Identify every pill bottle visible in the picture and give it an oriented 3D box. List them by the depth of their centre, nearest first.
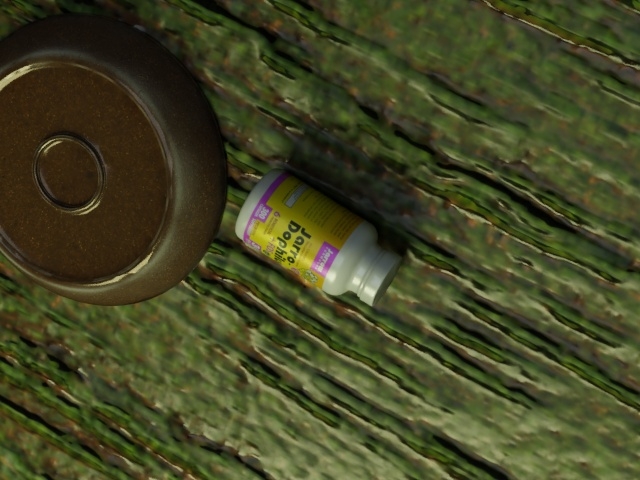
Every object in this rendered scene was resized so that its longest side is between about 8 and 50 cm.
[{"bbox_3d":[0.000,0.000,0.886,0.083,0.043,0.043,31,115,11],"label":"pill bottle"}]

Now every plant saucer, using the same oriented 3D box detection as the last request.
[{"bbox_3d":[-0.134,-0.040,0.938,0.168,0.029,0.168,6,107,20],"label":"plant saucer"}]
